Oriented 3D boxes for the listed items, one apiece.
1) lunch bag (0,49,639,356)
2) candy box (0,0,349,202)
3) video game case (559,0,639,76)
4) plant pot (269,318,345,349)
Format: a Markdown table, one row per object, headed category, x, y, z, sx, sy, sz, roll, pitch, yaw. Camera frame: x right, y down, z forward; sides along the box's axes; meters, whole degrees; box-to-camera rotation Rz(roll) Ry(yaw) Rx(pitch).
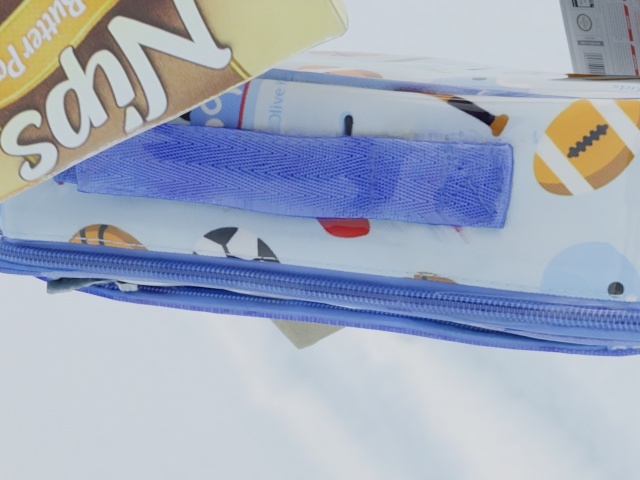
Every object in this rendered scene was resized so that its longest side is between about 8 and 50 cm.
| category | x | y | z | sx | sy | sz | roll | pitch | yaw |
| --- | --- | --- | --- | --- | --- | --- | --- | --- | --- |
| lunch bag | 0.017 | -0.020 | 0.691 | 0.243 | 0.303 | 0.115 | -11 | -75 | -71 |
| candy box | -0.108 | -0.122 | 0.493 | 0.183 | 0.087 | 0.316 | -24 | 34 | 8 |
| video game case | 0.167 | -0.093 | 0.763 | 0.122 | 0.087 | 0.011 | 7 | 45 | 28 |
| plant pot | 0.000 | 0.000 | 0.949 | 0.109 | 0.096 | 0.109 | -28 | 1 | 0 |
